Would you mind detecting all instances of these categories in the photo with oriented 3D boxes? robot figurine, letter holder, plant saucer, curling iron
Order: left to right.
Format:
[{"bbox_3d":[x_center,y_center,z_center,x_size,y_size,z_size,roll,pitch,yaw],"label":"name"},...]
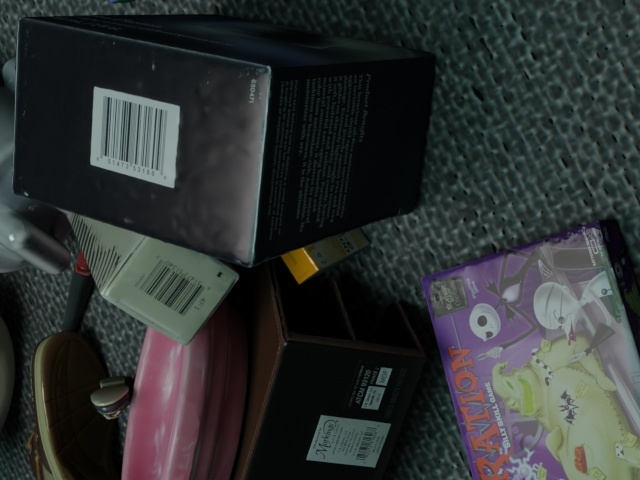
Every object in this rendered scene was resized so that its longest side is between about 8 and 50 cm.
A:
[{"bbox_3d":[-0.433,-0.093,1.340,0.353,0.200,0.300,33,79,28],"label":"robot figurine"},{"bbox_3d":[-0.295,0.033,1.393,0.068,0.035,0.274,42,123,17],"label":"curling iron"},{"bbox_3d":[-0.156,0.194,1.224,0.084,0.332,0.332,12,118,-16],"label":"plant saucer"},{"bbox_3d":[-0.020,0.186,1.190,0.152,0.214,0.301,9,116,-16],"label":"letter holder"}]

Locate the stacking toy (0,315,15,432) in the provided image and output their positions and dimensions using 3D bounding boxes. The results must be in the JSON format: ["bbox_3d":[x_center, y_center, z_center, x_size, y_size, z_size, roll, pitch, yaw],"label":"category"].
[{"bbox_3d":[-0.711,0.172,1.502,0.480,0.350,0.350,18,113,24],"label":"stacking toy"}]

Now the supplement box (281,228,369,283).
[{"bbox_3d":[0.000,0.000,1.143,0.036,0.098,0.062,-39,82,39],"label":"supplement box"}]

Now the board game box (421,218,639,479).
[{"bbox_3d":[0.232,0.173,1.027,0.208,0.056,0.346,-22,78,40],"label":"board game box"}]

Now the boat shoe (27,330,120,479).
[{"bbox_3d":[-0.354,0.286,1.461,0.123,0.123,0.342,2,111,32],"label":"boat shoe"}]

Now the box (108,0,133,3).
[{"bbox_3d":[-0.219,-0.372,1.217,0.105,0.043,0.179,-12,96,36],"label":"box"}]

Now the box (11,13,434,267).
[{"bbox_3d":[-0.090,-0.119,1.047,0.296,0.294,0.182,16,108,29],"label":"box"}]

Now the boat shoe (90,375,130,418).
[{"bbox_3d":[-0.269,0.209,1.381,0.049,0.137,0.043,-6,94,-8],"label":"boat shoe"}]

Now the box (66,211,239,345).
[{"bbox_3d":[-0.188,0.003,1.144,0.113,0.275,0.094,36,92,-25],"label":"box"}]
